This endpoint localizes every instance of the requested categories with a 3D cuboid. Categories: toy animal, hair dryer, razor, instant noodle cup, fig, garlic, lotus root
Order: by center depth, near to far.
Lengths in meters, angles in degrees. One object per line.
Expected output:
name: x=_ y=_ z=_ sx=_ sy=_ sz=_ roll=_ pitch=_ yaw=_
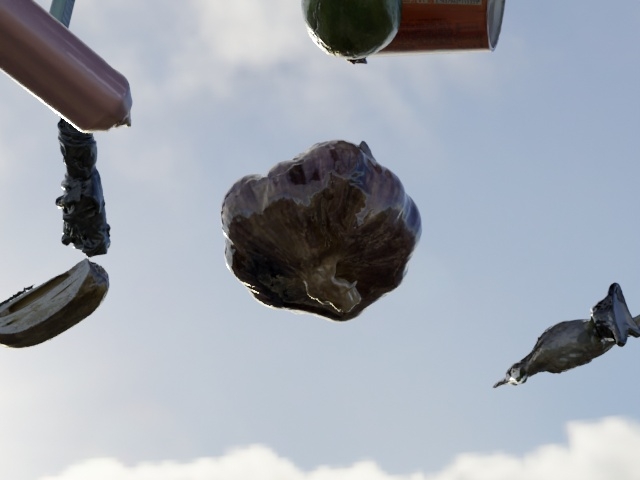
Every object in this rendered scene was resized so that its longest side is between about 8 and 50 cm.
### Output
lotus root: x=-0.165 y=0.045 z=1.034 sx=0.083 sy=0.030 sz=0.037 roll=-28 pitch=-29 yaw=8
hair dryer: x=-0.272 y=-0.189 z=1.185 sx=0.352 sy=0.125 sz=0.210 roll=40 pitch=3 yaw=-20
toy animal: x=0.267 y=0.112 z=1.775 sx=0.202 sy=0.070 sz=0.105 roll=-30 pitch=-22 yaw=18
fig: x=0.038 y=-0.289 z=1.974 sx=0.123 sy=0.123 sz=0.156 roll=-3 pitch=-22 yaw=-4
garlic: x=0.000 y=0.000 z=2.014 sx=0.245 sy=0.160 sz=0.245 roll=0 pitch=-56 yaw=0
instant noodle cup: x=0.136 y=-0.344 z=2.178 sx=0.192 sy=0.250 sz=0.250 roll=6 pitch=-16 yaw=13
razor: x=-0.375 y=-0.328 z=2.417 sx=0.056 sy=0.278 sz=0.111 roll=-20 pitch=-49 yaw=12

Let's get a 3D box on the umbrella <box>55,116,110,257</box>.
umbrella: x=-0.321 y=-0.088 z=2.246 sx=0.080 sy=0.224 sz=0.071 roll=18 pitch=27 yaw=42
